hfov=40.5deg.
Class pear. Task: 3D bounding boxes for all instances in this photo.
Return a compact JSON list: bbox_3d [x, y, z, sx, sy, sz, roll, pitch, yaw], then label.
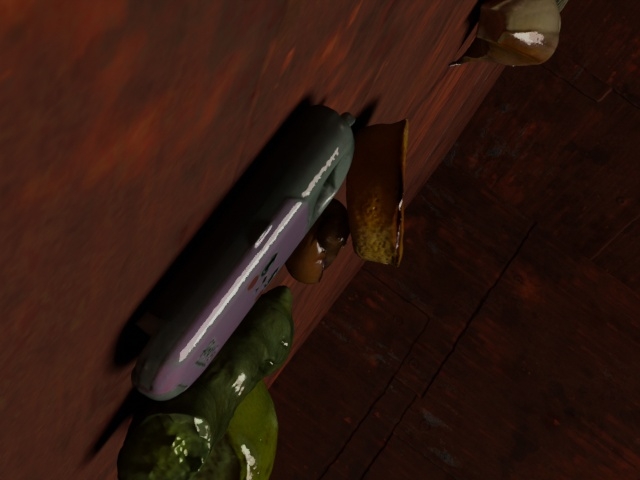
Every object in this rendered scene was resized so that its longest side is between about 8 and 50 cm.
[{"bbox_3d":[-0.140,0.295,1.211,0.288,0.139,0.239,-50,-172,25],"label":"pear"}]

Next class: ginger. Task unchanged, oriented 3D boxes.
[{"bbox_3d":[-0.098,0.132,0.816,0.290,0.089,0.137,-55,159,-54],"label":"ginger"}]

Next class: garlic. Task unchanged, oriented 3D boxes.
[{"bbox_3d":[0.266,-0.286,1.174,0.128,0.115,0.207,-60,178,-4],"label":"garlic"}]

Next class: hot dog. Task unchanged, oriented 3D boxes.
[{"bbox_3d":[0.001,-0.001,0.942,0.090,0.060,0.140,-57,172,-32],"label":"hot dog"}]

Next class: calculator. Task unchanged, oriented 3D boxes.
[{"bbox_3d":[-0.050,0.005,0.609,0.246,0.045,0.141,-54,175,-11],"label":"calculator"}]

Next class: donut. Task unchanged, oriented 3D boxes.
[{"bbox_3d":[0.059,-0.049,0.873,0.152,0.058,0.152,1,90,-82],"label":"donut"}]

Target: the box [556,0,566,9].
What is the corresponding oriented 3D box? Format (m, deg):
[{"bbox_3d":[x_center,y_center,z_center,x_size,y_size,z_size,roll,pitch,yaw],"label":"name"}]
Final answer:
[{"bbox_3d":[0.340,-0.395,1.265,0.164,0.069,0.256,-49,170,-27],"label":"box"}]
